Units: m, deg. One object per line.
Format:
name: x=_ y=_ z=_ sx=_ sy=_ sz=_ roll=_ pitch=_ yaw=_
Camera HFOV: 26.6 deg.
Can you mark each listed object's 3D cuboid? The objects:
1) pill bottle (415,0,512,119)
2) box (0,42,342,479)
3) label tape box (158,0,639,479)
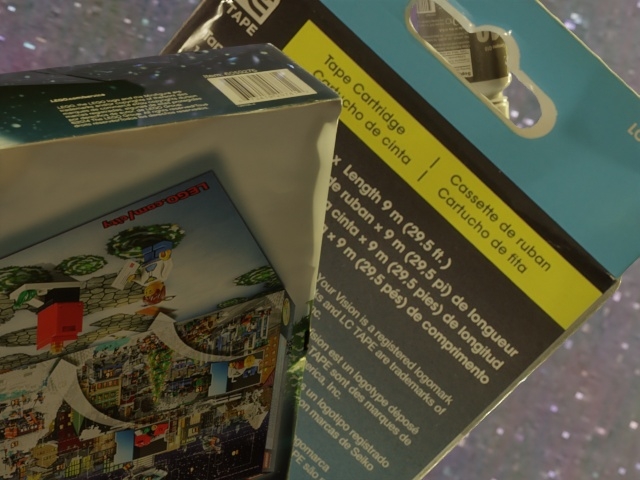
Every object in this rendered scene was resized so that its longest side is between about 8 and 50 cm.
pill bottle: x=0.126 y=-0.167 z=1.181 sx=0.078 sy=0.078 sz=0.137 roll=-18 pitch=-75 yaw=-41
box: x=-0.111 y=0.039 z=0.366 sx=0.233 sy=0.044 sz=0.159 roll=-11 pitch=-55 yaw=-31
label tape box: x=0.000 y=0.000 z=0.735 sx=0.347 sy=0.249 sz=0.115 roll=-47 pitch=-3 yaw=15
